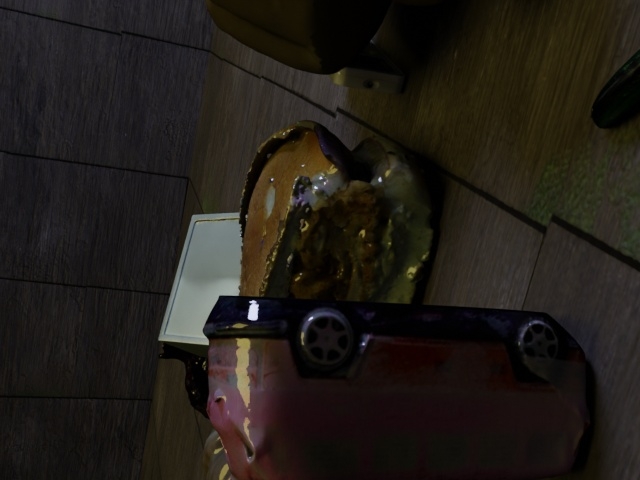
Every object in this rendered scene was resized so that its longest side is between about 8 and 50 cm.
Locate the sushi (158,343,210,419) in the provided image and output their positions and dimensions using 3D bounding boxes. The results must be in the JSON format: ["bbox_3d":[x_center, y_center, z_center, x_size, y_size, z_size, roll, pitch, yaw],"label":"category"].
[{"bbox_3d":[-0.178,0.163,1.394,0.208,0.234,0.349,118,148,-47],"label":"sushi"}]

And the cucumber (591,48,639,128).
[{"bbox_3d":[0.249,-0.139,0.527,0.036,0.033,0.184,66,150,26],"label":"cucumber"}]

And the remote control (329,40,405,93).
[{"bbox_3d":[0.042,-0.275,1.090,0.250,0.103,0.034,-111,31,-57],"label":"remote control"}]

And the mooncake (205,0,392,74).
[{"bbox_3d":[-0.013,-0.411,0.899,0.378,0.200,0.379,20,-90,-75],"label":"mooncake"}]

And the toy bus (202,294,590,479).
[{"bbox_3d":[0.060,0.118,0.579,0.127,0.302,0.147,161,111,-67],"label":"toy bus"}]

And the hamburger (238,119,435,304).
[{"bbox_3d":[0.000,0.000,0.968,0.277,0.195,0.318,-114,38,-62],"label":"hamburger"}]

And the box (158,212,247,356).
[{"bbox_3d":[-0.121,0.078,1.212,0.225,0.117,0.225,-1,68,35],"label":"box"}]

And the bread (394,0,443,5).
[{"bbox_3d":[0.109,-0.361,0.678,0.148,0.269,0.270,11,94,62],"label":"bread"}]

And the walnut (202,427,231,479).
[{"bbox_3d":[-0.018,0.288,0.868,0.248,0.248,0.249,-173,90,-72],"label":"walnut"}]
